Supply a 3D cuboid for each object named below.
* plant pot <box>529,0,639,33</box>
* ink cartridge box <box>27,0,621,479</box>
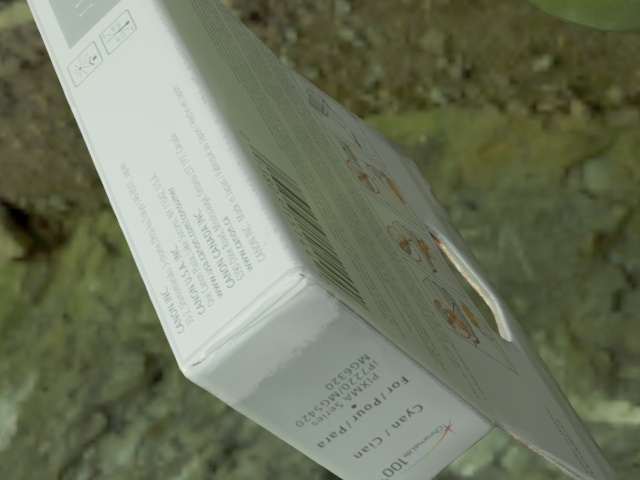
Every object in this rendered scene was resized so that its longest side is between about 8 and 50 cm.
[{"bbox_3d":[0.151,-0.210,0.663,0.275,0.274,0.293,3,162,-2],"label":"plant pot"},{"bbox_3d":[0.000,0.000,0.735,0.066,0.296,0.261,-41,132,12],"label":"ink cartridge box"}]
